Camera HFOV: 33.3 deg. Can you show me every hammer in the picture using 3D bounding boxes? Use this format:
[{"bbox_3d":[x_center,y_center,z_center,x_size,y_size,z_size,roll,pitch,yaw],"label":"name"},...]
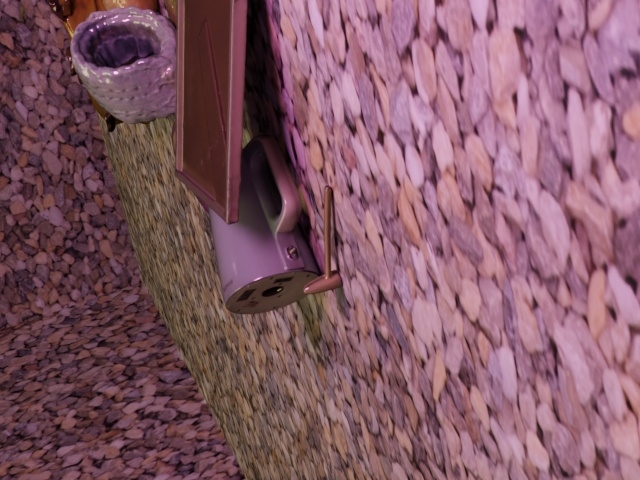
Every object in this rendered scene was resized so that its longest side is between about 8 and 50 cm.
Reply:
[{"bbox_3d":[0.000,0.000,1.580,0.028,0.060,0.195,-125,26,-47],"label":"hammer"}]

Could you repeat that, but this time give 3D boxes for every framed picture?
[{"bbox_3d":[-0.173,-0.279,1.662,0.326,0.028,0.446,-141,51,-63],"label":"framed picture"}]

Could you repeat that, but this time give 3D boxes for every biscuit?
[{"bbox_3d":[-0.275,-0.461,2.047,0.203,0.016,0.144,-143,37,-66],"label":"biscuit"}]

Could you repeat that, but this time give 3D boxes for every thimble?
[{"bbox_3d":[-0.366,-0.350,2.113,0.250,0.205,0.172,26,157,25],"label":"thimble"}]

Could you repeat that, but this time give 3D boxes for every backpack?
[{"bbox_3d":[-0.489,-0.444,2.468,0.353,0.201,0.378,100,151,-68],"label":"backpack"}]

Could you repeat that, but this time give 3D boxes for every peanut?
[{"bbox_3d":[-0.407,-0.515,2.261,0.140,0.109,0.159,68,178,-54],"label":"peanut"}]

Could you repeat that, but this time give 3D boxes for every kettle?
[{"bbox_3d":[-0.099,-0.032,1.738,0.210,0.160,0.243,-47,55,53],"label":"kettle"}]

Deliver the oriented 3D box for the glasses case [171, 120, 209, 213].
[{"bbox_3d":[-0.236,-0.141,2.178,0.316,0.076,0.123,-128,24,-51],"label":"glasses case"}]
